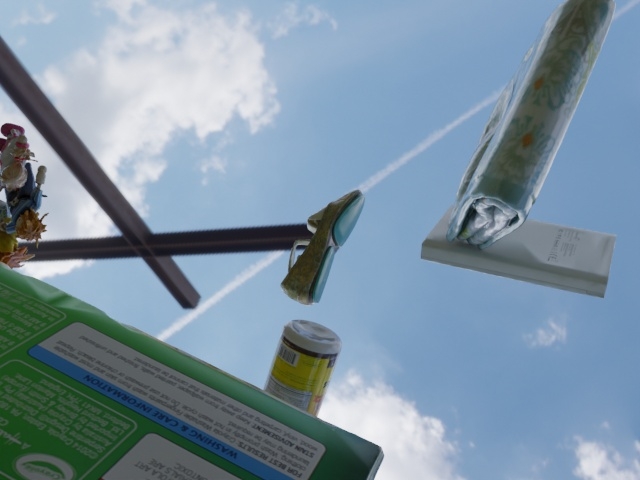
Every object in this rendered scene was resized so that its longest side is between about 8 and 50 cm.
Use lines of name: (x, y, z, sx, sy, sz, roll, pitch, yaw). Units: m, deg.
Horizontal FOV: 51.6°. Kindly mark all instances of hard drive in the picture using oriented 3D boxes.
hard drive: (0.360, 0.011, 1.196, 0.308, 0.040, 0.203, 12, -152, 23)

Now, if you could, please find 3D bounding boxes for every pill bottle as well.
pill bottle: (-0.044, 0.267, 1.251, 0.117, 0.117, 0.214, 30, -72, 41)

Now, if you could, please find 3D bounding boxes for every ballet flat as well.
ballet flat: (0.000, 0.000, 1.659, 0.123, 0.123, 0.348, 9, -121, 31)

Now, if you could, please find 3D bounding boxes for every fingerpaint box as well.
fingerpaint box: (-0.236, 0.215, 0.427, 0.445, 0.371, 0.163, 24, -154, 13)

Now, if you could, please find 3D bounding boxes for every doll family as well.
doll family: (-0.467, -0.039, 0.996, 0.263, 0.118, 0.163, -49, -135, 16)

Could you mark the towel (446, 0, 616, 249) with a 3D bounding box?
towel: (0.296, -0.158, 1.007, 0.090, 0.374, 0.320, 23, -97, 5)
